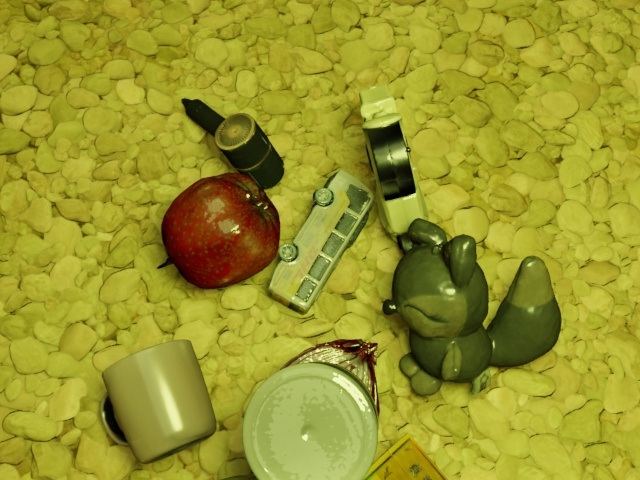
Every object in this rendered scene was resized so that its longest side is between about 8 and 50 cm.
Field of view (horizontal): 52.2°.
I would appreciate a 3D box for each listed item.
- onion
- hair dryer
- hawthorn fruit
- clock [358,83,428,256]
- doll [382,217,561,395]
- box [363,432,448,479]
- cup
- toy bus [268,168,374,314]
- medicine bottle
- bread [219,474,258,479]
[{"bbox_3d":[0.025,0.322,1.381,0.227,0.120,0.283,43,86,7],"label":"onion"},{"bbox_3d":[-0.237,-0.269,1.616,0.107,0.189,0.352,-45,54,-6],"label":"hair dryer"},{"bbox_3d":[-0.246,-0.009,1.460,0.300,0.254,0.254,-26,70,19],"label":"hawthorn fruit"},{"bbox_3d":[0.172,-0.136,1.474,0.120,0.379,0.276,-13,45,5],"label":"clock"},{"bbox_3d":[0.315,0.115,1.394,0.379,0.382,0.252,-18,30,-25],"label":"doll"},{"bbox_3d":[0.140,0.520,1.240,0.193,0.084,0.301,49,34,17],"label":"box"},{"bbox_3d":[-0.348,0.348,1.350,0.253,0.191,0.200,-30,74,19],"label":"cup"},{"bbox_3d":[0.000,0.000,1.522,0.138,0.097,0.342,31,72,7],"label":"toy bus"},{"bbox_3d":[-0.012,0.342,1.203,0.238,0.232,0.238,-1,79,5],"label":"medicine bottle"},{"bbox_3d":[-0.165,0.581,1.190,0.320,0.320,0.237,-31,92,-12],"label":"bread"}]
